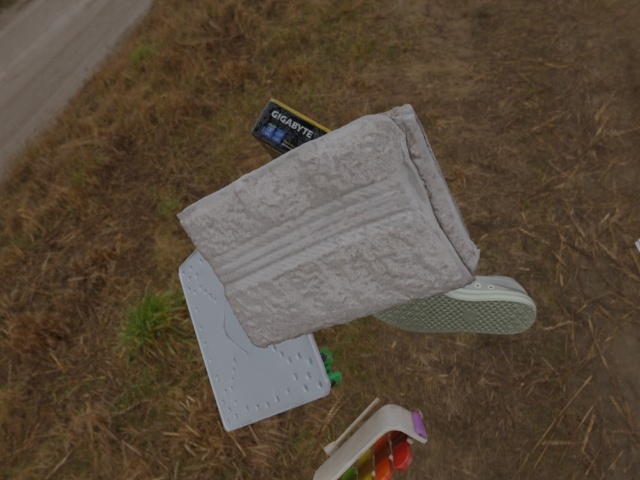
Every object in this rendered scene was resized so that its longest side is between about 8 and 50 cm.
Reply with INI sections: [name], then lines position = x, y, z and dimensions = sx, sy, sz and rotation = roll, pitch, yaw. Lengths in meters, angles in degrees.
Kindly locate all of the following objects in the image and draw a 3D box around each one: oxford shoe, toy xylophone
[oxford shoe]
position = 0.310, 0.144, 1.307
dimensions = 0.450, 0.169, 0.130
rotation = 6, 32, 3
[toy xylophone]
position = 0.090, 0.468, 1.111
dimensions = 0.081, 0.236, 0.322
rotation = 44, 104, 0

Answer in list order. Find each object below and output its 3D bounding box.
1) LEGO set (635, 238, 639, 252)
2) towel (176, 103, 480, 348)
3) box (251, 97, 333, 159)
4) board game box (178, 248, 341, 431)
[LEGO set]
position = 0.629, 0.119, 0.845
dimensions = 0.183, 0.060, 0.244
rotation = 10, 50, -19
[towel]
position = 0.000, 0.000, 0.520
dimensions = 0.283, 0.187, 0.049
rotation = -23, 10, 26
[box]
position = 0.050, -0.114, 0.940
dimensions = 0.322, 0.257, 0.079
rotation = 32, 91, 10
[board game box]
position = -0.145, 0.157, 1.039
dimensions = 0.050, 0.390, 0.389
rotation = -7, 69, -42
